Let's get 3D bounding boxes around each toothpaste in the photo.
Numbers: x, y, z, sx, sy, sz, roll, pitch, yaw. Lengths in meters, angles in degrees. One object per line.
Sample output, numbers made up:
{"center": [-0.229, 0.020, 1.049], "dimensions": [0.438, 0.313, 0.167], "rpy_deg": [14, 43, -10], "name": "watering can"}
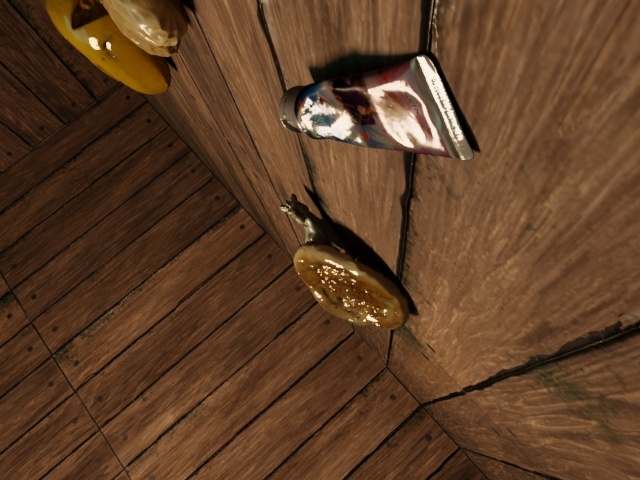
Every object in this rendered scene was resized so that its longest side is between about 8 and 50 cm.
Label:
{"center": [0.037, -0.129, 0.505], "dimensions": [0.096, 0.061, 0.266], "rpy_deg": [55, 164, -29], "name": "toothpaste"}

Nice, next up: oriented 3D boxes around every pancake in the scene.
{"center": [0.061, 0.103, 1.096], "dimensions": [0.283, 0.049, 0.282], "rpy_deg": [26, 152, 16], "name": "pancake"}

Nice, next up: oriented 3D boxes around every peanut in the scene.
{"center": [-0.301, -0.400, 0.839], "dimensions": [0.196, 0.110, 0.233], "rpy_deg": [52, 170, -16], "name": "peanut"}

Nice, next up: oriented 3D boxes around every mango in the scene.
{"center": [-0.520, -0.520, 1.293], "dimensions": [0.253, 0.182, 0.365], "rpy_deg": [38, 177, 43], "name": "mango"}

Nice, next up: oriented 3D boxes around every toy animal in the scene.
{"center": [0.012, 0.007, 1.148], "dimensions": [0.170, 0.090, 0.255], "rpy_deg": [36, 158, 29], "name": "toy animal"}

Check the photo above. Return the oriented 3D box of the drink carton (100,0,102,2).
{"center": [-0.405, -0.504, 1.029], "dimensions": [0.200, 0.084, 0.074], "rpy_deg": [44, -167, 30], "name": "drink carton"}
